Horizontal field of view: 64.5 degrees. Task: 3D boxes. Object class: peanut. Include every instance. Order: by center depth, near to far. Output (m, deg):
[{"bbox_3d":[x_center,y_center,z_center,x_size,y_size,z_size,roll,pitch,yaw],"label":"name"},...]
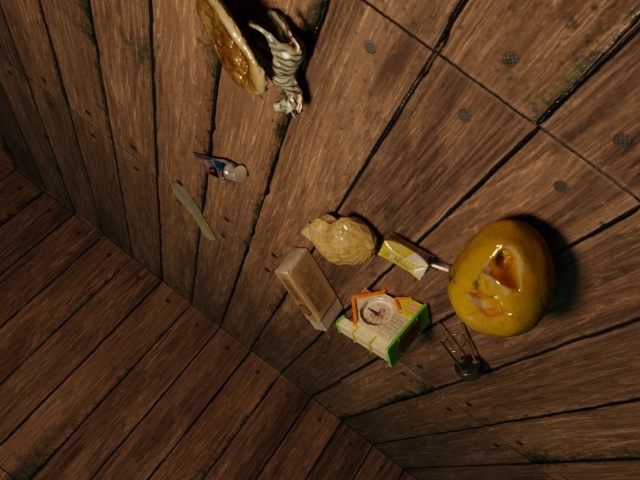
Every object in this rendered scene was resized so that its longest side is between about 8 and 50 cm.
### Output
[{"bbox_3d":[0.074,-0.001,1.606,0.233,0.110,0.196,2,135,50],"label":"peanut"}]

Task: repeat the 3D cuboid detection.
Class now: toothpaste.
[{"bbox_3d":[-0.365,-0.257,1.809,0.266,0.061,0.096,19,147,42],"label":"toothpaste"}]

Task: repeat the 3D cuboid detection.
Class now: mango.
[{"bbox_3d":[0.449,0.092,1.261,0.253,0.182,0.364,27,138,26],"label":"mango"}]

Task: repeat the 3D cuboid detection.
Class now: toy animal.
[{"bbox_3d":[-0.105,-0.432,1.231,0.170,0.090,0.255,38,160,17],"label":"toy animal"}]

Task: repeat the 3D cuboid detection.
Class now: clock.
[{"bbox_3d":[0.204,0.271,1.743,0.255,0.220,0.106,26,149,37],"label":"clock"}]

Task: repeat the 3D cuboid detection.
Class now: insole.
[{"bbox_3d":[-0.560,-0.124,2.254,0.119,0.009,0.348,13,142,38],"label":"insole"}]

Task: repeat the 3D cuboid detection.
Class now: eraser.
[{"bbox_3d":[-0.037,0.192,1.969,0.078,0.144,0.343,5,136,43],"label":"eraser"}]

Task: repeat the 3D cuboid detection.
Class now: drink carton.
[{"bbox_3d":[0.276,0.057,1.489,0.200,0.084,0.074,32,127,13],"label":"drink carton"}]

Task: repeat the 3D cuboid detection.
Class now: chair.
[{"bbox_3d":[0.466,0.370,1.714,0.221,0.104,0.095,57,172,-21],"label":"chair"}]

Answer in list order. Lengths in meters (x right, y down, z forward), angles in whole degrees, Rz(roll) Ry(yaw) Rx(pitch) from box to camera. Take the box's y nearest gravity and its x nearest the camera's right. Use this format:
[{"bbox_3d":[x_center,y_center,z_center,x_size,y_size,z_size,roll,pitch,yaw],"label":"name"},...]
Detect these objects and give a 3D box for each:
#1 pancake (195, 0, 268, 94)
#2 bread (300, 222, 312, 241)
[{"bbox_3d":[-0.216,-0.475,1.231,0.282,0.049,0.282,53,167,18],"label":"pancake"},{"bbox_3d":[0.000,0.000,1.774,0.154,0.028,0.068,41,151,-6],"label":"bread"}]
